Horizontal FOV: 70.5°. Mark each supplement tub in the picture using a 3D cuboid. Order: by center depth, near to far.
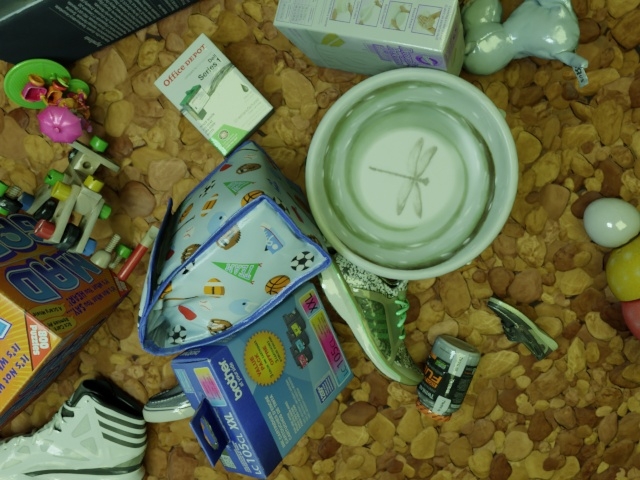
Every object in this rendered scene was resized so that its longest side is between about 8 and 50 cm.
[{"bbox_3d":[0.314,0.344,1.133,0.116,0.117,0.191,19,97,-5],"label":"supplement tub"}]

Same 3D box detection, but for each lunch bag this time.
[{"bbox_3d":[-0.214,0.016,0.936,0.385,0.328,0.239,-39,119,11],"label":"lunch bag"}]

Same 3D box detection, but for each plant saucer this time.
[{"bbox_3d":[0.172,-0.126,0.900,0.399,0.100,0.401,1,98,7],"label":"plant saucer"}]

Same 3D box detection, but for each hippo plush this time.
[{"bbox_3d":[0.435,-0.446,1.006,0.236,0.234,0.295,-11,83,29],"label":"hippo plush"}]

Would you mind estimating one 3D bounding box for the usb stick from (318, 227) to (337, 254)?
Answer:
[{"bbox_3d":[0.000,0.000,1.105,0.277,0.045,0.077,-5,97,-1],"label":"usb stick"}]

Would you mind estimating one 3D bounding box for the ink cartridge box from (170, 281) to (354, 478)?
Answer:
[{"bbox_3d":[-0.127,0.298,0.972,0.151,0.395,0.270,-16,102,43],"label":"ink cartridge box"}]

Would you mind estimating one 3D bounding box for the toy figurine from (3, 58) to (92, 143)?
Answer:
[{"bbox_3d":[-0.543,-0.272,0.957,0.130,0.173,0.159,-43,72,25],"label":"toy figurine"}]

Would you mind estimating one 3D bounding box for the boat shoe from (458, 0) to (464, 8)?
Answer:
[{"bbox_3d":[0.319,-0.603,1.014,0.073,0.073,0.207,17,94,-2],"label":"boat shoe"}]

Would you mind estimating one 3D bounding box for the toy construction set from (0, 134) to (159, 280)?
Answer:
[{"bbox_3d":[-0.497,-0.092,0.996,0.308,0.257,0.237,37,82,-21],"label":"toy construction set"}]

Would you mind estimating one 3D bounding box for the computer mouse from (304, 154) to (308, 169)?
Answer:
[{"bbox_3d":[0.037,-0.106,1.070,0.071,0.041,0.242,-36,86,-3],"label":"computer mouse"}]

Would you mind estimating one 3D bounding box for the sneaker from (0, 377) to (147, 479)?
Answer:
[{"bbox_3d":[-0.646,0.452,1.102,0.446,0.169,0.258,8,92,-12],"label":"sneaker"}]

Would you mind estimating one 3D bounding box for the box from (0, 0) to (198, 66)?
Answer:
[{"bbox_3d":[-0.509,-0.660,0.864,0.471,0.297,0.480,-25,99,3],"label":"box"}]

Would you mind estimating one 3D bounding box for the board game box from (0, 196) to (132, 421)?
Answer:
[{"bbox_3d":[-0.702,0.161,0.941,0.356,0.356,0.357,41,94,-8],"label":"board game box"}]

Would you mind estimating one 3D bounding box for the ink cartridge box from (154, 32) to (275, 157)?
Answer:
[{"bbox_3d":[-0.235,-0.321,1.023,0.160,0.092,0.219,-44,98,4],"label":"ink cartridge box"}]

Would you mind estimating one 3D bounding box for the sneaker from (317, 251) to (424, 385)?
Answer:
[{"bbox_3d":[0.155,0.167,1.069,0.182,0.158,0.410,-34,103,8],"label":"sneaker"}]

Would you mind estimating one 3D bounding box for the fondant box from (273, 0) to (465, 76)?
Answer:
[{"bbox_3d":[0.107,-0.402,0.898,0.330,0.238,0.096,17,98,19],"label":"fondant box"}]

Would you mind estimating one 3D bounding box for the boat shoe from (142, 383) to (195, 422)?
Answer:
[{"bbox_3d":[-0.275,0.322,1.113,0.340,0.127,0.158,-14,93,-8],"label":"boat shoe"}]

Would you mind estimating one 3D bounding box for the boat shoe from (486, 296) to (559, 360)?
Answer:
[{"bbox_3d":[0.503,0.227,1.143,0.223,0.080,0.073,36,90,-11],"label":"boat shoe"}]

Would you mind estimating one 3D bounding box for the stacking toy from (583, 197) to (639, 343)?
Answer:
[{"bbox_3d":[0.802,0.097,1.061,0.350,0.350,0.480,-42,82,4],"label":"stacking toy"}]

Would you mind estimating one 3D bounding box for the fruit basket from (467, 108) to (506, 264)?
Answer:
[{"bbox_3d":[0.213,-0.155,0.997,0.326,0.165,0.354,14,84,6],"label":"fruit basket"}]
